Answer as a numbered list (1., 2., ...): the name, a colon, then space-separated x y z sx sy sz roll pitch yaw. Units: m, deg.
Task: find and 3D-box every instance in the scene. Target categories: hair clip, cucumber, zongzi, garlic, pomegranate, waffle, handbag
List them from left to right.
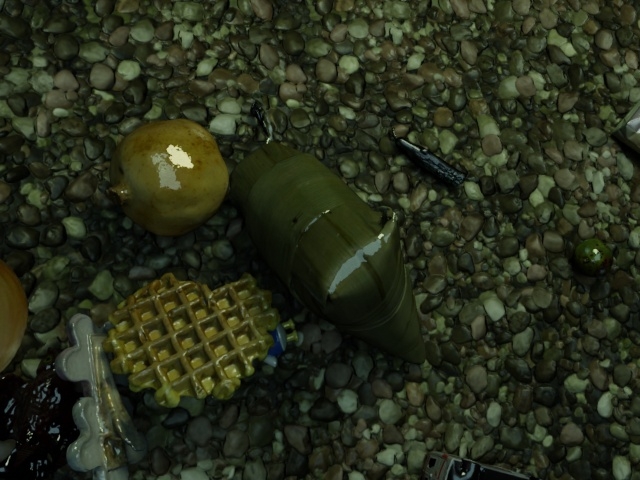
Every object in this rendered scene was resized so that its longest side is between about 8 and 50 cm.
1. garlic: -0.499 0.122 0.807 0.115 0.128 0.207 7 71 -54
2. hair clip: -0.317 0.233 0.801 0.075 0.146 0.257 -32 68 21
3. pomegranate: -0.244 -0.095 0.851 0.196 0.196 0.196 2 81 -10
4. waffle: -0.199 0.133 0.841 0.253 0.056 0.249 22 51 14
5. zongzi: 0.000 0.000 0.933 0.181 0.418 0.447 -38 49 -2
6. cucumber: 0.196 -0.154 1.010 0.163 0.039 0.043 31 56 -6
7. pomegranate: 0.520 0.037 1.026 0.084 0.073 0.073 23 78 -22
8. handbag: 0.686 -0.204 1.084 0.173 0.095 0.117 42 82 6

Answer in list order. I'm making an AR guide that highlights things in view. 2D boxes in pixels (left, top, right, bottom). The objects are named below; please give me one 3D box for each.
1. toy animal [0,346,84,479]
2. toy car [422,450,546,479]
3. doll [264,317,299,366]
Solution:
1. toy animal: -0.418 0.257 0.817 0.218 0.116 0.180 20 45 -26
2. toy car: 0.276 0.414 0.905 0.209 0.108 0.090 18 76 -11
3. doll: -0.107 0.170 0.896 0.142 0.058 0.099 -20 63 -12
